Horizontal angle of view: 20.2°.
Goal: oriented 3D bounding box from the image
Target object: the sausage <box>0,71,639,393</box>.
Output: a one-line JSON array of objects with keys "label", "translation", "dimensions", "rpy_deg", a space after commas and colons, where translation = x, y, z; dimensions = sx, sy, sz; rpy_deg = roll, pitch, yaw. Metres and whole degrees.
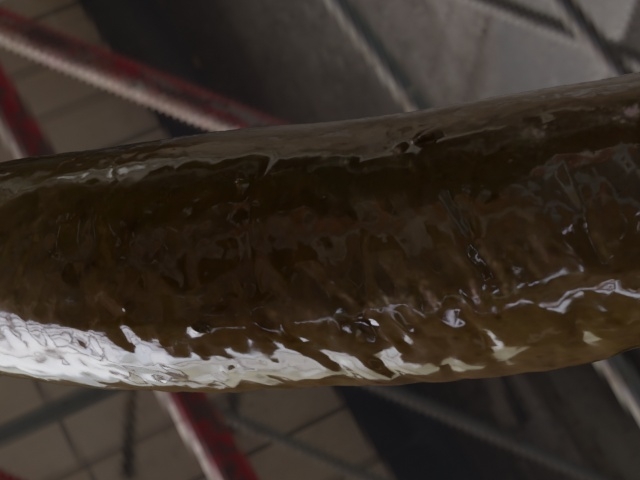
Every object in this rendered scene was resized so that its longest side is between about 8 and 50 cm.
[{"label": "sausage", "translation": [-0.001, 0.002, 0.819], "dimensions": [0.136, 0.501, 0.123], "rpy_deg": [-71, -33, -49]}]
